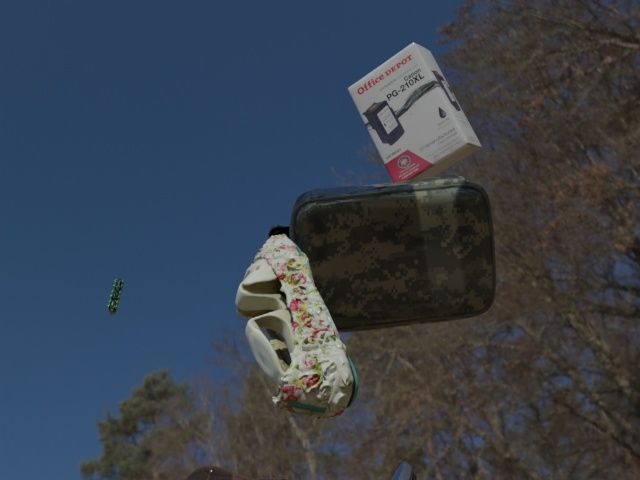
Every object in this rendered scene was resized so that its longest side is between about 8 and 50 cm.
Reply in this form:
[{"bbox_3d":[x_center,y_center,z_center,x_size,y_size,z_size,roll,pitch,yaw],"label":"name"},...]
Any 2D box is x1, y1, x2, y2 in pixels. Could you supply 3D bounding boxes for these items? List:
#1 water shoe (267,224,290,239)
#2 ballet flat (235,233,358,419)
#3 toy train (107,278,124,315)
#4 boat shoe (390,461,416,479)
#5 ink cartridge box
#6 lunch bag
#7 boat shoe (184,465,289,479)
[{"bbox_3d":[0.000,0.000,1.482,0.203,0.073,0.080,-6,-25,10],"label":"water shoe"},{"bbox_3d":[-0.037,0.068,0.727,0.077,0.241,0.091,2,-59,-23],"label":"ballet flat"},{"bbox_3d":[-0.353,0.098,1.344,0.017,0.083,0.024,9,-55,-9],"label":"toy train"},{"bbox_3d":[0.130,0.449,1.221,0.076,0.228,0.080,28,-61,0],"label":"boat shoe"},{"bbox_3d":[0.186,-0.247,1.562,0.172,0.237,0.100,-31,-14,25],"label":"ink cartridge box"},{"bbox_3d":[0.107,0.009,1.196,0.305,0.256,0.212,-7,-80,0],"label":"lunch bag"},{"bbox_3d":[-0.048,0.291,0.766,0.095,0.257,0.095,-46,-65,-25],"label":"boat shoe"}]
